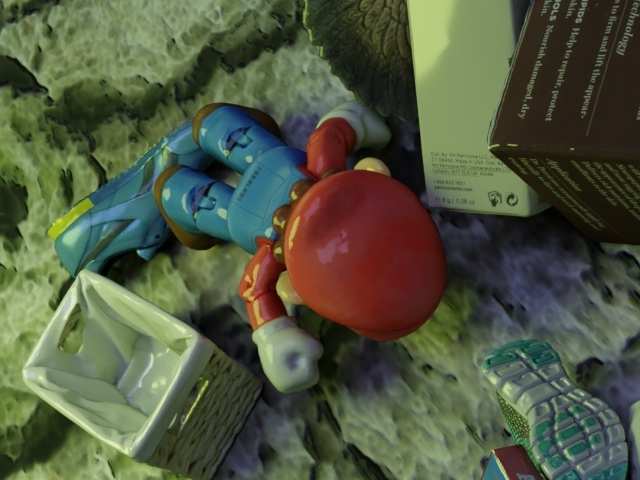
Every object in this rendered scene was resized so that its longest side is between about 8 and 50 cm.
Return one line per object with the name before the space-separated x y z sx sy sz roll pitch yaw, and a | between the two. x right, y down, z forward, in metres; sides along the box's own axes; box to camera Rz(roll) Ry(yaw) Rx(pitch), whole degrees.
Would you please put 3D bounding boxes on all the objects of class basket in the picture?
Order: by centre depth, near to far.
basket | -0.144 0.113 1.359 0.167 0.103 0.113 26 84 42

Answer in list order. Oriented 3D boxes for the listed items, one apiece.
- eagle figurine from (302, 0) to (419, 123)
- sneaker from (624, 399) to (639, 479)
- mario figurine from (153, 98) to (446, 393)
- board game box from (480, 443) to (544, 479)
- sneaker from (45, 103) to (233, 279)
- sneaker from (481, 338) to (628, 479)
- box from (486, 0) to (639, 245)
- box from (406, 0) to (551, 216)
eagle figurine | 0.082 -0.279 1.325 0.225 0.226 0.298 -11 60 -14
sneaker | 0.256 0.171 1.044 0.152 0.114 0.305 -11 61 60
mario figurine | 0.000 0.000 1.326 0.320 0.170 0.198 32 125 53
board game box | 0.160 0.280 1.034 0.145 0.027 0.281 103 149 -43
sneaker | -0.142 -0.036 1.473 0.209 0.069 0.082 -38 82 4
sneaker | 0.165 0.137 1.120 0.065 0.076 0.166 -19 33 -4
box | 0.254 -0.096 1.119 0.203 0.168 0.167 6 71 39
box | 0.130 -0.163 1.193 0.094 0.113 0.275 7 112 38
